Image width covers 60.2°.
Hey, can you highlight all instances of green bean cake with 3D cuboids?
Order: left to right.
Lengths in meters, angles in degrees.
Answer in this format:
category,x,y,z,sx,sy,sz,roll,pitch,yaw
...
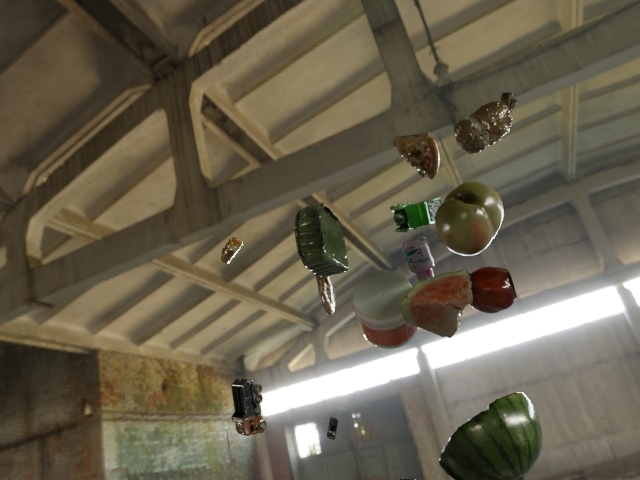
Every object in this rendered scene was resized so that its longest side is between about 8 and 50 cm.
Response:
category,x,y,z,sx,sy,sz,roll,pitch,yaw
green bean cake,0.000,0.000,1.891,0.125,0.222,0.227,-14,-26,18

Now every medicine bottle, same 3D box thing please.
category,x,y,z,sx,sy,sz,roll,pitch,yaw
medicine bottle,0.272,0.288,2.287,0.253,0.252,0.240,-16,-41,4
medicine bottle,0.458,0.089,2.548,0.119,0.094,0.188,-18,-68,15

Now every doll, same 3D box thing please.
category,x,y,z,sx,sy,sz,roll,pitch,yaw
doll,0.466,-0.321,1.525,0.221,0.105,0.115,-34,14,-15

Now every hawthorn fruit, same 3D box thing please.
category,x,y,z,sx,sy,sz,roll,pitch,yaw
hawthorn fruit,0.661,0.191,2.214,0.251,0.189,0.189,8,-26,0

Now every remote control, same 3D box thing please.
category,x,y,z,sx,sy,sz,roll,pitch,yaw
remote control,0.049,0.776,2.281,0.039,0.096,0.014,24,-47,-8

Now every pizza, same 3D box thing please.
category,x,y,z,sx,sy,sz,roll,pitch,yaw
pizza,-0.362,0.037,2.222,0.127,0.058,0.246,-51,6,8
pizza,0.304,-0.294,1.815,0.052,0.195,0.185,-38,-41,-26

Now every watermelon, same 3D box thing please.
category,x,y,z,sx,sy,sz,roll,pitch,yaw
watermelon,0.465,0.230,2.097,0.310,0.232,0.193,-12,-48,-34
watermelon,0.522,0.608,1.601,0.331,0.189,0.330,-25,-45,-28

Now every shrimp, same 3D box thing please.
category,x,y,z,sx,sy,sz,roll,pitch,yaw
shrimp,0.009,0.193,2.458,0.062,0.164,0.316,-13,-66,11

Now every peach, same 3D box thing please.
category,x,y,z,sx,sy,sz,roll,pitch,yaw
peach,0.580,-0.079,2.152,0.248,0.292,0.292,5,-13,30

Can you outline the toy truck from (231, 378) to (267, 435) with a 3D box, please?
category,x,y,z,sx,sy,sz,roll,pitch,yaw
toy truck,-0.251,0.571,1.899,0.092,0.192,0.083,-5,-6,-41

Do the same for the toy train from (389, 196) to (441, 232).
category,x,y,z,sx,sy,sz,roll,pitch,yaw
toy train,0.427,-0.115,2.430,0.188,0.132,0.243,-12,4,36

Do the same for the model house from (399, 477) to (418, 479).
category,x,y,z,sx,sy,sz,roll,pitch,yaw
model house,0.319,0.815,1.728,0.229,0.122,0.188,6,-18,-6
